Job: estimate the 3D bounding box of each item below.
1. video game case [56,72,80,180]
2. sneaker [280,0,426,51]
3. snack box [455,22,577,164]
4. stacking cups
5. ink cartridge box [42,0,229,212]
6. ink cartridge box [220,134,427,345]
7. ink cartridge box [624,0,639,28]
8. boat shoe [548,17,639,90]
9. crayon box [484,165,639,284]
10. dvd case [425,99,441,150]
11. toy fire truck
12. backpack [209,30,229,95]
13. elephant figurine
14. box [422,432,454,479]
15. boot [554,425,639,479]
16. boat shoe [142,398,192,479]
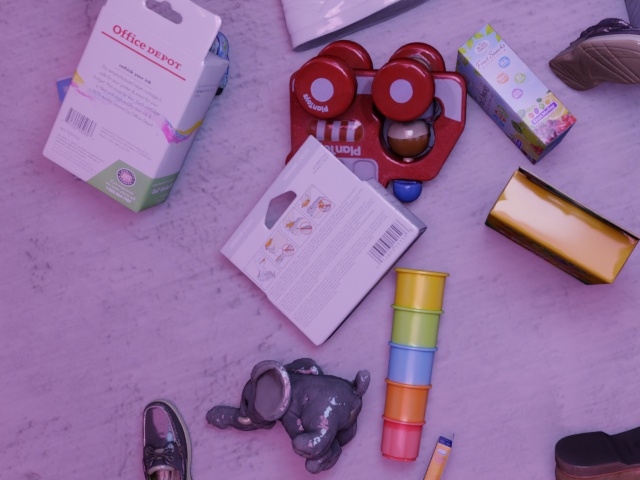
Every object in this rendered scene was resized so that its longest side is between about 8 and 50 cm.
[{"bbox_3d":[-0.360,-0.224,1.686,0.213,0.023,0.193,-12,85,8],"label":"video game case"},{"bbox_3d":[0.063,-0.453,1.595,0.293,0.108,0.169,-19,87,8],"label":"sneaker"},{"bbox_3d":[0.309,-0.231,1.510,0.070,0.174,0.207,-40,81,1],"label":"snack box"},{"bbox_3d":[0.153,0.205,1.547,0.096,0.096,0.316,5,87,9],"label":"stacking cups"},{"bbox_3d":[-0.295,-0.253,1.562,0.207,0.119,0.353,31,108,9],"label":"ink cartridge box"},{"bbox_3d":[0.000,0.000,1.563,0.239,0.060,0.275,43,111,9],"label":"ink cartridge box"},{"bbox_3d":[0.537,-0.300,1.416,0.072,0.303,0.307,-15,85,8],"label":"ink cartridge box"},{"bbox_3d":[0.450,-0.298,1.445,0.103,0.285,0.092,37,86,-9],"label":"boat shoe"},{"bbox_3d":[0.357,-0.016,1.417,0.202,0.318,0.081,32,92,10],"label":"crayon box"},{"bbox_3d":[0.175,-0.217,1.611,0.087,0.013,0.119,14,90,9],"label":"dvd case"},{"bbox_3d":[0.089,-0.191,1.554,0.302,0.169,0.253,5,113,13],"label":"toy fire truck"},{"bbox_3d":[-0.211,-0.317,1.636,0.105,0.084,0.114,13,101,15],"label":"backpack"},{"bbox_3d":[-0.060,0.264,1.556,0.239,0.169,0.186,31,62,24],"label":"elephant figurine"},{"bbox_3d":[0.188,0.379,1.538,0.028,0.081,0.136,18,89,10],"label":"box"},{"bbox_3d":[0.528,0.368,1.496,0.305,0.112,0.115,-4,116,4],"label":"boot"},{"bbox_3d":[-0.265,0.386,1.609,0.080,0.073,0.223,-11,85,8],"label":"boat shoe"}]
